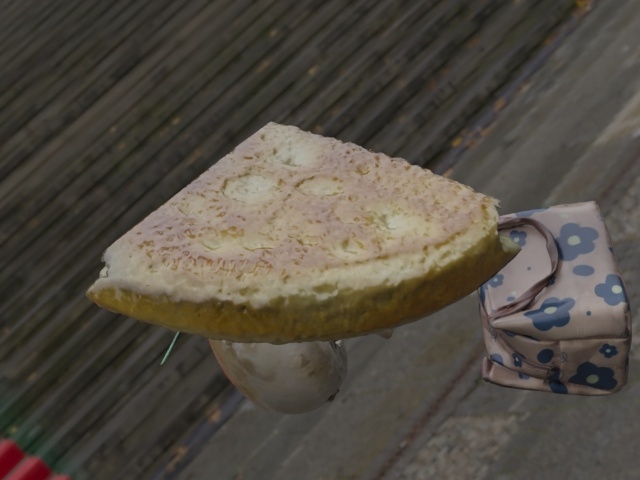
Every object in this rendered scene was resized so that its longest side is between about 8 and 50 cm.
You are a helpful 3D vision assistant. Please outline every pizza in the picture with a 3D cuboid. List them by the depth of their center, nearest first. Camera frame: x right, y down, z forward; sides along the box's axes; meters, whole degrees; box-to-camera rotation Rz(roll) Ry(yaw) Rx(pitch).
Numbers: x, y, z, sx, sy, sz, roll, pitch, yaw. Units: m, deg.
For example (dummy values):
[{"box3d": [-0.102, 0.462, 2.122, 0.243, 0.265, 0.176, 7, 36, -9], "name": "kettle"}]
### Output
[{"box3d": [-0.008, 0.019, 0.921, 0.268, 0.258, 0.087, -41, -38, -44], "name": "pizza"}]

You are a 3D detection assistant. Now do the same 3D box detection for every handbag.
[{"box3d": [0.304, 0.078, 1.556, 0.193, 0.190, 0.251, -6, 44, 4], "name": "handbag"}]

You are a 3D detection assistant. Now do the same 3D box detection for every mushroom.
[{"box3d": [-0.024, 0.105, 1.726, 0.290, 0.297, 0.297, -21, 12, 5], "name": "mushroom"}]

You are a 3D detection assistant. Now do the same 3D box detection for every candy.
[{"box3d": [-0.186, 0.114, 1.541, 0.035, 0.035, 0.123, 93, -162, -65], "name": "candy"}]
